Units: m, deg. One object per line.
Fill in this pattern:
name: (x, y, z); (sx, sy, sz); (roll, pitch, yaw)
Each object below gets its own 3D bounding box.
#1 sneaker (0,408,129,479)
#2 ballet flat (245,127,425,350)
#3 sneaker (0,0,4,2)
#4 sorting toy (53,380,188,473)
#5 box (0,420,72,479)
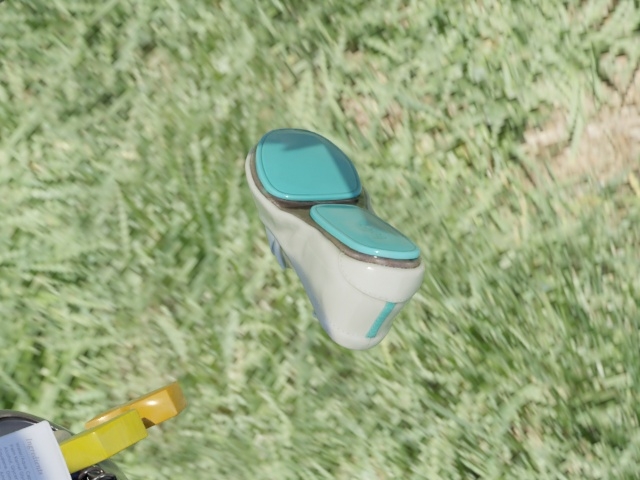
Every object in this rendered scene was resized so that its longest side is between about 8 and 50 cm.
sneaker: (-0.159, 0.180, 1.242); (0.222, 0.118, 0.083); (36, 68, 11)
ballet flat: (0.000, 0.000, 1.188); (0.086, 0.248, 0.086); (-6, 114, -13)
sneaker: (-0.173, -0.179, 0.469); (0.107, 0.124, 0.283); (-39, 98, -9)
sorting toy: (-0.237, 0.180, 1.134); (0.307, 0.229, 0.041); (-24, 92, 13)
box: (-0.168, 0.166, 0.949); (0.087, 0.101, 0.102); (-18, 72, -14)
